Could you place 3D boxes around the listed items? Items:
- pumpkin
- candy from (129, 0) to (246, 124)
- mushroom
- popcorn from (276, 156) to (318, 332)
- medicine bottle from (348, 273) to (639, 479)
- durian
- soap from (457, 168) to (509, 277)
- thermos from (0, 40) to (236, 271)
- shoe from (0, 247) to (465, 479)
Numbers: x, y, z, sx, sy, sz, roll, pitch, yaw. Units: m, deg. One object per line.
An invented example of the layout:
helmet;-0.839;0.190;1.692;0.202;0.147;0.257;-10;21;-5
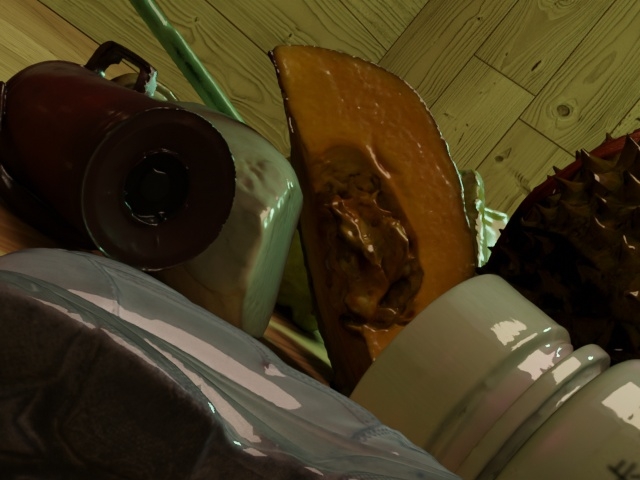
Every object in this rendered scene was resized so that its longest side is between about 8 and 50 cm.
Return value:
pumpkin;0.038;0.001;0.887;0.163;0.111;0.278;124;-50;-70
candy;-0.032;-0.039;0.988;0.440;0.119;0.119;52;3;-4
mushroom;-0.095;-0.036;0.851;0.128;0.128;0.350;37;1;-32
popcorn;-0.003;0.005;1.139;0.197;0.156;0.197;59;-3;4
medicine bottle;0.156;0.157;0.601;0.293;0.170;0.170;41;4;25
durian;0.271;0.083;0.812;0.384;0.347;0.348;11;-19;48
soap;0.071;0.112;1.371;0.169;0.304;0.338;44;38;-45
thermos;-0.144;-0.064;0.733;0.099;0.124;0.232;33;-1;-36
shoe;-0.024;0.077;0.379;0.245;0.095;0.137;32;8;-15
